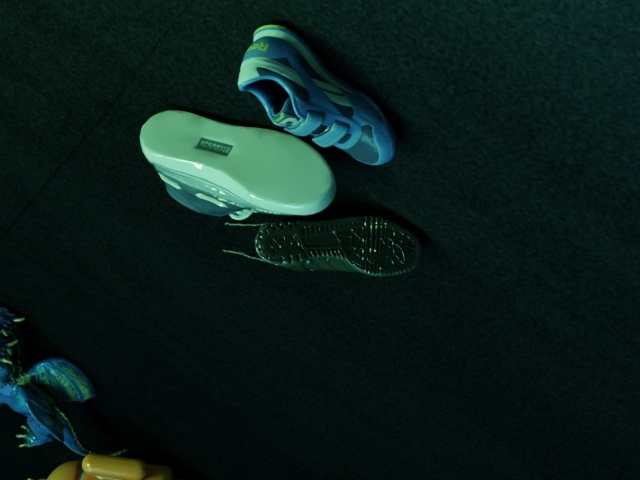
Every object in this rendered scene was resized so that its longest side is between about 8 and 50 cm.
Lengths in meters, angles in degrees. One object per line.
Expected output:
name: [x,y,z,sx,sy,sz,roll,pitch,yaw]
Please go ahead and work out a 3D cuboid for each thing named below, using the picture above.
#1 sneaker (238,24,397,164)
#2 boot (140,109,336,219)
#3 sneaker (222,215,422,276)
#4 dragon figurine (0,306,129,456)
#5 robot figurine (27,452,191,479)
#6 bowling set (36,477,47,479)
sneaker: [-0.005,-0.099,1.088,0.144,0.059,0.053,38,145,-13]
boot: [-0.062,-0.050,1.206,0.190,0.069,0.086,23,155,28]
sneaker: [0.000,0.003,1.228,0.170,0.051,0.089,3,179,-2]
dragon figurine: [-0.336,0.194,1.737,0.289,0.085,0.144,45,146,-18]
robot figurine: [-0.263,0.347,1.809,0.220,0.128,0.158,4,162,-1]
bowling set: [-0.290,0.416,1.985,0.287,0.154,0.200,37,129,-6]
